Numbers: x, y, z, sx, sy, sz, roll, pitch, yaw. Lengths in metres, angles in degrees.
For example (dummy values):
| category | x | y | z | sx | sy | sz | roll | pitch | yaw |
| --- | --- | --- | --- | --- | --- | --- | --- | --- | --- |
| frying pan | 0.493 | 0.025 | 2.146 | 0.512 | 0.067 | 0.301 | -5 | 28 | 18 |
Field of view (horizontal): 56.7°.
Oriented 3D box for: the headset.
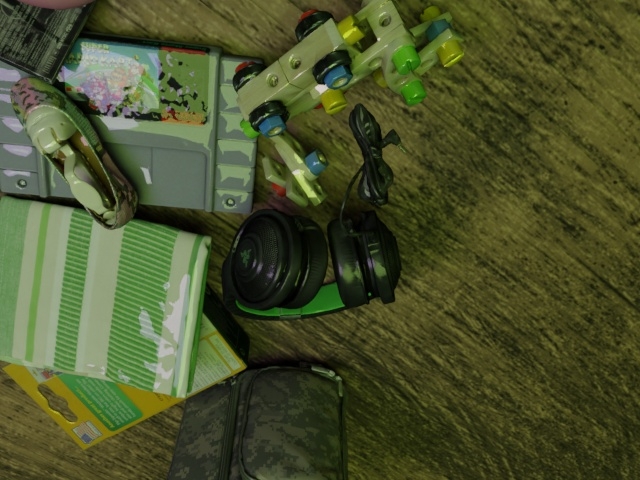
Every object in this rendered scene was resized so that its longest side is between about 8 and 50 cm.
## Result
| category | x | y | z | sx | sy | sz | roll | pitch | yaw |
| --- | --- | --- | --- | --- | --- | --- | --- | --- | --- |
| headset | 0.000 | 0.000 | 0.797 | 0.243 | 0.185 | 0.394 | -1 | 157 | -20 |

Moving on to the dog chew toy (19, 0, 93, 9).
| category | x | y | z | sx | sy | sz | roll | pitch | yaw |
| --- | --- | --- | --- | --- | --- | --- | --- | --- | --- |
| dog chew toy | -0.377 | -0.350 | 0.616 | 0.332 | 0.206 | 0.206 | -4 | 115 | -10 |

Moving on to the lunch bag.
| category | x | y | z | sx | sy | sz | roll | pitch | yaw |
| --- | --- | --- | --- | --- | --- | --- | --- | --- | --- |
| lunch bag | -0.078 | 0.346 | 0.931 | 0.256 | 0.305 | 0.212 | -13 | 118 | 7 |

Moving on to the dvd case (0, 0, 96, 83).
| category | x | y | z | sx | sy | sz | roll | pitch | yaw |
| --- | --- | --- | --- | --- | --- | --- | --- | --- | --- |
| dvd case | -0.394 | -0.307 | 0.711 | 0.221 | 0.018 | 0.164 | 24 | 76 | -14 |

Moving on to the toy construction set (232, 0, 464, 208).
| category | x | y | z | sx | sy | sz | roll | pitch | yaw |
| --- | --- | --- | --- | --- | --- | --- | --- | --- | --- |
| toy construction set | 0.019 | -0.189 | 0.761 | 0.327 | 0.215 | 0.151 | -46 | 70 | 22 |

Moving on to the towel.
| category | x | y | z | sx | sy | sz | roll | pitch | yaw |
| --- | --- | --- | --- | --- | --- | --- | --- | --- | --- |
| towel | -0.326 | 0.081 | 0.860 | 0.325 | 0.038 | 0.248 | 9 | 95 | 10 |

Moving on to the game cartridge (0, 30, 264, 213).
| category | x | y | z | sx | sy | sz | roll | pitch | yaw |
| --- | --- | --- | --- | --- | --- | --- | --- | --- | --- |
| game cartridge | -0.262 | -0.161 | 0.814 | 0.355 | 0.068 | 0.230 | 5 | 119 | -5 |

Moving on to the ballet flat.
| category | x | y | z | sx | sy | sz | roll | pitch | yaw |
| --- | --- | --- | --- | --- | --- | --- | --- | --- | --- |
| ballet flat | -0.317 | -0.106 | 0.762 | 0.077 | 0.079 | 0.221 | -27 | 113 | 10 |

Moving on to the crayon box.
| category | x | y | z | sx | sy | sz | roll | pitch | yaw |
| --- | --- | --- | --- | --- | --- | --- | --- | --- | --- |
| crayon box | -0.305 | 0.181 | 0.956 | 0.323 | 0.083 | 0.203 | -28 | 113 | 9 |
